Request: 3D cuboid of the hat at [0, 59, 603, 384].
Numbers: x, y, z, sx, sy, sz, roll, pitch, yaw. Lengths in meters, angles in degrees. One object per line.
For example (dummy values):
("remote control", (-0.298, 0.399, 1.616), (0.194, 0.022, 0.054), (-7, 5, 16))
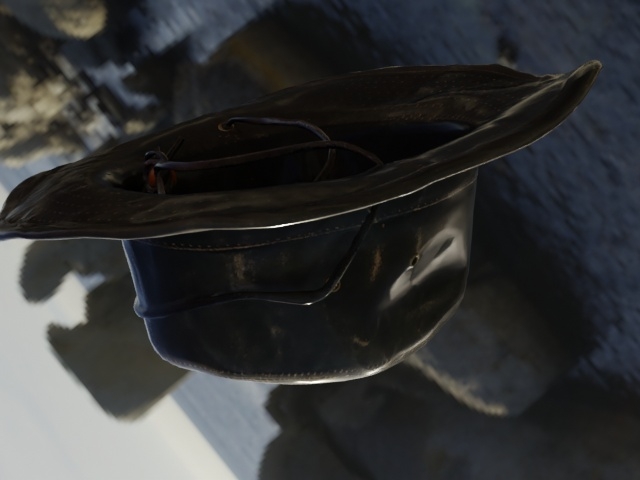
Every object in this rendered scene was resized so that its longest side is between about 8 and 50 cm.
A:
("hat", (0.000, 0.000, 0.736), (0.331, 0.331, 0.134), (-155, 50, -71))
